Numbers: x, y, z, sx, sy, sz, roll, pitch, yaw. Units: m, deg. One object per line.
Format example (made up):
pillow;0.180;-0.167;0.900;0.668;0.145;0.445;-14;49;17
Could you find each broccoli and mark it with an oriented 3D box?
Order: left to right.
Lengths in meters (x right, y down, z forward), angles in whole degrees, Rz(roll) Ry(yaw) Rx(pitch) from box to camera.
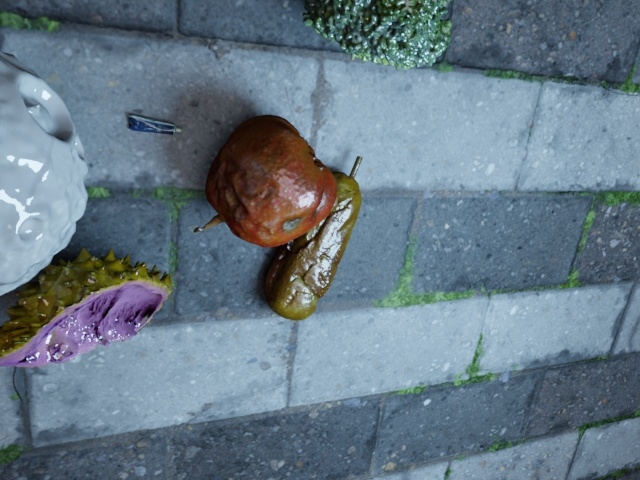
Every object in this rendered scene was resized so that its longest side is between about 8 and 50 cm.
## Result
broccoli;0.074;-0.396;0.778;0.235;0.260;0.288;-7;112;-5

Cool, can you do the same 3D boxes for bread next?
bread;-0.001;-0.001;0.998;0.124;0.084;0.344;20;102;-29

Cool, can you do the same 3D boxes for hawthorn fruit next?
hawthorn fruit;-0.104;-0.073;0.865;0.243;0.207;0.207;-35;121;5

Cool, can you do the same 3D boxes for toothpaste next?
toothpaste;-0.264;-0.183;0.848;0.083;0.019;0.027;5;126;-21

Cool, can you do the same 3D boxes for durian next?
durian;-0.334;0.081;0.797;0.112;0.341;0.191;43;101;13

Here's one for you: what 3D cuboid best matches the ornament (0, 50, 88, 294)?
ornament;-0.446;-0.088;0.620;0.336;0.337;0.337;-9;114;-20
